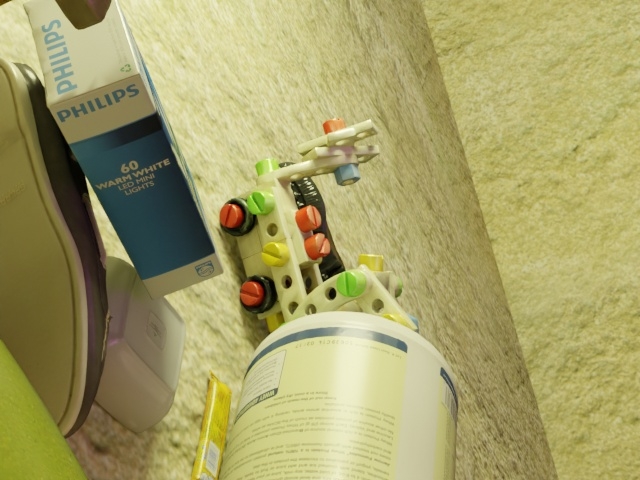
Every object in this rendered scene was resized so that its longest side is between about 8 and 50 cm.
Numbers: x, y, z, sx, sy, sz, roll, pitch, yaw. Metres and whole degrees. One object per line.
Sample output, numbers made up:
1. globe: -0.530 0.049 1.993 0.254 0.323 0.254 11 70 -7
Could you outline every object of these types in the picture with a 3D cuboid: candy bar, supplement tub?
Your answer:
1. candy bar: -0.113 0.202 1.078 0.040 0.018 0.161 53 25 -31
2. supplement tub: 0.015 0.255 1.023 0.235 0.235 0.325 57 27 -31

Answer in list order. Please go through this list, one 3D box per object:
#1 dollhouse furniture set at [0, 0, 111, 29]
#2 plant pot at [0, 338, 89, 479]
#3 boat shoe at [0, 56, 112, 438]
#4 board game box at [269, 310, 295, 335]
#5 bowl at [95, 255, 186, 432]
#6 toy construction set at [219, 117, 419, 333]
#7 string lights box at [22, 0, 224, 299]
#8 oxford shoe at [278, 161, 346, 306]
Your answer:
1. dollhouse furniture set: -0.279 -0.155 0.460 0.201 0.374 0.152 58 27 -35
2. plant pot: -0.248 0.116 0.499 0.275 0.275 0.293 38 20 -56
3. boat shoe: -0.221 0.001 0.850 0.095 0.112 0.335 21 48 -59
4. board game box: -0.020 0.221 1.296 0.145 0.027 0.281 53 25 -42
5. bowl: -0.175 0.093 0.972 0.142 0.053 0.142 56 24 -37
6. toy construction set: 0.000 0.000 1.265 0.151 0.215 0.328 25 50 -49
7. string lights box: -0.164 -0.079 0.891 0.260 0.077 0.133 75 -6 -53
8. oxford shoe: -0.020 0.000 1.467 0.096 0.083 0.227 70 1 -87
